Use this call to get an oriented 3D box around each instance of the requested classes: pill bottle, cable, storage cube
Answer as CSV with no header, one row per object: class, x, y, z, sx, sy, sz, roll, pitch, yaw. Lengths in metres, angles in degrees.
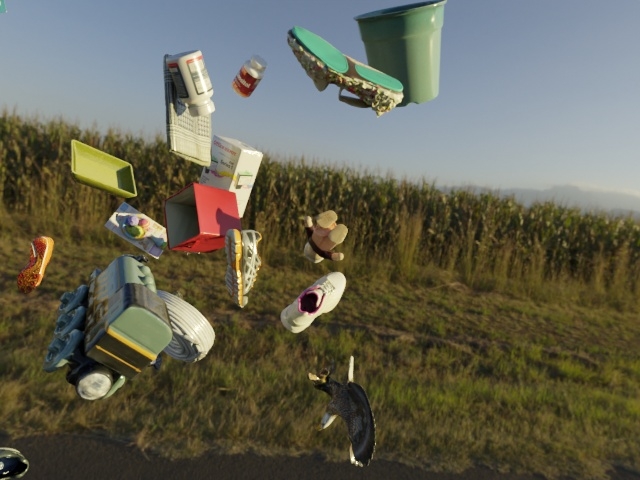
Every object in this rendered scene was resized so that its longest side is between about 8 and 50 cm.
pill bottle,-0.396,-0.485,1.356,0.108,0.180,0.108,-9,32,6
cable,-0.432,0.250,1.275,0.257,0.089,0.257,42,-37,-4
storage cube,-0.418,-0.070,1.553,0.184,0.214,0.193,-22,-17,33
pill bottle,-0.270,-0.629,1.666,0.086,0.086,0.152,3,-34,-43

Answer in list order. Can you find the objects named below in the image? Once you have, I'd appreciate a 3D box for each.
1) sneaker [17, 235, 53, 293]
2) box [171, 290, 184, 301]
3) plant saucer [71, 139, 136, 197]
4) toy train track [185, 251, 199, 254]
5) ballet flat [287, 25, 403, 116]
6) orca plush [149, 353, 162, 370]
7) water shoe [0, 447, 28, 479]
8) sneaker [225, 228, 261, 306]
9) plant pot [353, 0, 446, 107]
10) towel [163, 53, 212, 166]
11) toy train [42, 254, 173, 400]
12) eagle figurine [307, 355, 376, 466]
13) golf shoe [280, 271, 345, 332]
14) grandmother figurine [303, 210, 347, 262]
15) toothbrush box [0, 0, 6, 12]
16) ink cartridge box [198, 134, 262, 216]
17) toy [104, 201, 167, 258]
sneaker,-0.822,0.073,1.272,0.064,0.175,0.067,23,-4,-6
box,-0.423,0.195,1.327,0.018,0.083,0.067,-24,-3,-12
plant saucer,-0.666,-0.205,1.323,0.188,0.045,0.188,24,25,-42
toy train track,-0.655,0.060,2.217,0.083,0.048,0.014,8,-38,8
ballet flat,0.038,-0.292,0.788,0.241,0.077,0.091,22,45,-18
orca plush,-0.667,0.359,1.418,0.287,0.151,0.102,17,-36,-42
water shoe,-0.693,0.446,0.866,0.080,0.072,0.203,-6,-19,33
sneaker,-0.191,0.071,1.108,0.083,0.214,0.084,-11,28,-35
plant pot,0.320,-0.712,1.681,0.341,0.334,0.341,-10,29,6
towel,-0.444,-0.431,1.513,0.056,0.312,0.324,-2,1,8
toy train,-0.378,0.140,0.801,0.142,0.190,0.334,49,-5,-31
eagle figurine,0.084,0.541,1.375,0.298,0.225,0.226,42,25,23
golf shoe,0.000,0.195,1.503,0.115,0.140,0.306,44,52,8
grandmother figurine,0.000,0.000,1.623,0.104,0.207,0.342,-25,-14,-19
toothbrush box,-0.744,-0.471,0.719,0.216,0.126,0.295,41,49,13
ink cartridge box,-0.374,-0.261,1.764,0.201,0.278,0.117,32,18,36
toy,-0.721,-0.047,1.765,0.237,0.136,0.056,39,-40,-22
